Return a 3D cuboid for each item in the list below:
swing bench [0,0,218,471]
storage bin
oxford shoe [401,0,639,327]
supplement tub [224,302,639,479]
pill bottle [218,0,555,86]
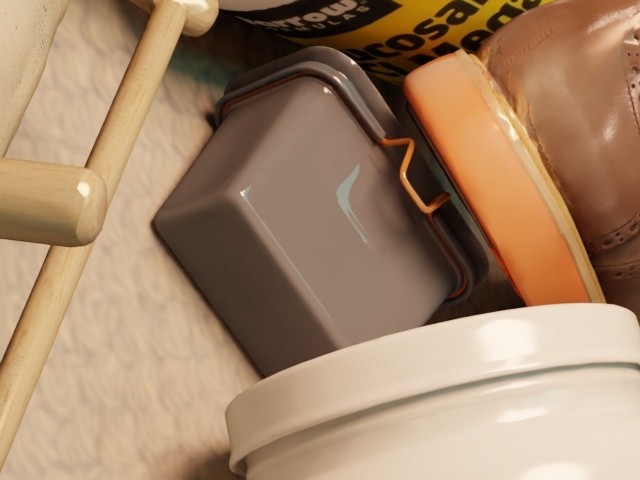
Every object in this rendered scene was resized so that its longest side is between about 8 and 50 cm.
[{"bbox_3d":[-0.163,-0.083,0.577,0.254,0.165,0.253,20,47,-3],"label":"swing bench"},{"bbox_3d":[0.000,0.000,0.852,0.135,0.098,0.091,54,46,-19],"label":"storage bin"},{"bbox_3d":[0.163,0.006,0.964,0.130,0.132,0.364,61,6,33],"label":"oxford shoe"},{"bbox_3d":[0.073,0.177,0.752,0.191,0.191,0.272,6,67,-53],"label":"supplement tub"},{"bbox_3d":[0.024,-0.175,0.893,0.334,0.188,0.188,16,59,-49],"label":"pill bottle"}]
